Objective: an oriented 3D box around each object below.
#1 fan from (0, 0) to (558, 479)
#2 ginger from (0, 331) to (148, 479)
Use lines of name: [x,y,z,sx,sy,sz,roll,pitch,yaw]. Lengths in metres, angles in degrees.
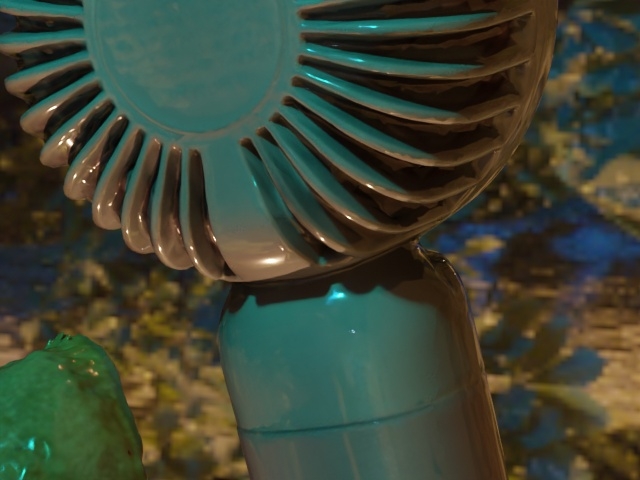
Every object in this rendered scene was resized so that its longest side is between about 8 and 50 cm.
fan: [0.000,0.000,0.422,0.074,0.130,0.244,-29,-71,-60]
ginger: [-0.154,0.204,0.808,0.190,0.126,0.354,29,-125,-26]
